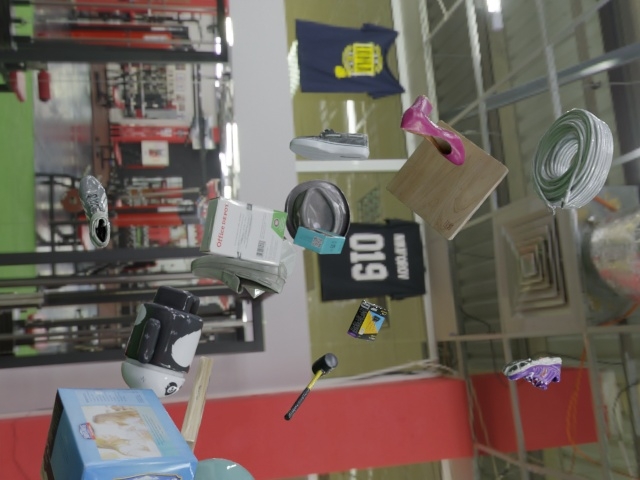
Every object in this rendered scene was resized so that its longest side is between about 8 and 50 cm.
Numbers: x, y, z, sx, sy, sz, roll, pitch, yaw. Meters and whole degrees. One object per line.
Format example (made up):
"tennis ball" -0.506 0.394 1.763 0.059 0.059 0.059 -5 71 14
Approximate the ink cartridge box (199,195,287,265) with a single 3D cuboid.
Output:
"ink cartridge box" -0.219 -0.024 1.854 0.092 0.219 0.160 -4 -105 59

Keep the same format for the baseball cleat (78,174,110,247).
"baseball cleat" -0.601 -0.084 1.754 0.109 0.072 0.206 -20 -95 63

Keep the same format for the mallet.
"mallet" -0.019 0.310 1.387 0.062 0.039 0.190 -44 -177 36

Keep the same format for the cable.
"cable" 0.659 -0.211 1.709 0.257 0.089 0.257 -101 -149 -59

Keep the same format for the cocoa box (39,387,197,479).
"cocoa box" -0.438 0.484 1.376 0.347 0.231 0.228 25 -76 57

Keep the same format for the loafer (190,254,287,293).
"loafer" -0.268 0.113 2.088 0.112 0.319 0.111 70 26 -63

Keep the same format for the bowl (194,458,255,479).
"bowl" -0.298 0.793 1.836 0.163 0.311 0.311 164 -77 -72

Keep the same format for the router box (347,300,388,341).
"router box" 0.175 0.298 2.389 0.133 0.046 0.179 -64 152 0

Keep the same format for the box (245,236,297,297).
"box" -0.196 0.083 2.325 0.119 0.181 0.182 49 -26 20

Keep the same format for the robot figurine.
"robot figurine" -0.400 0.262 1.668 0.173 0.209 0.278 2 -110 47

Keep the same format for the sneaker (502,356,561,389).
"sneaker" 0.478 0.296 1.439 0.068 0.170 0.071 -21 -110 57

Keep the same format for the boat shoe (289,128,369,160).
"boat shoe" 0.038 -0.406 2.717 0.121 0.335 0.119 123 -29 -70

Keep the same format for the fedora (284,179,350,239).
"fedora" -0.010 -0.100 2.342 0.124 0.243 0.275 103 -17 -81

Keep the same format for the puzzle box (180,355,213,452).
"puzzle box" -0.450 0.643 2.286 0.409 0.052 0.272 -88 -168 -59

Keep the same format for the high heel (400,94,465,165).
"high heel" 0.298 -0.261 1.722 0.082 0.117 0.244 7 -34 47

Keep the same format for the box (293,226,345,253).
"box" 0.000 0.000 2.148 0.244 0.100 0.060 3 107 -74

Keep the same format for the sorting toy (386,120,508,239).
"sorting toy" 0.373 -0.171 1.904 0.255 0.089 0.257 43 -80 25
